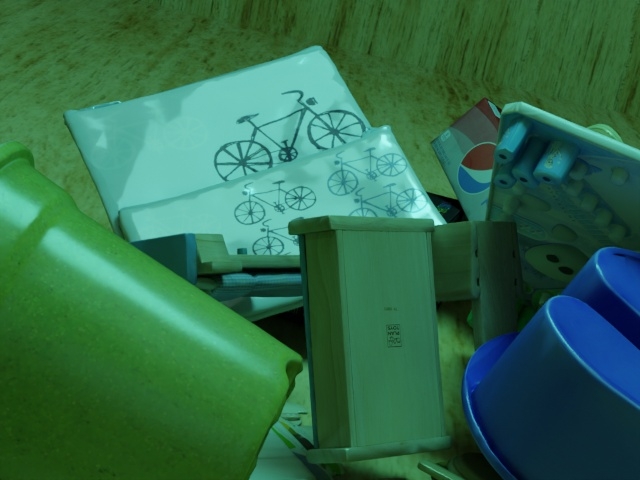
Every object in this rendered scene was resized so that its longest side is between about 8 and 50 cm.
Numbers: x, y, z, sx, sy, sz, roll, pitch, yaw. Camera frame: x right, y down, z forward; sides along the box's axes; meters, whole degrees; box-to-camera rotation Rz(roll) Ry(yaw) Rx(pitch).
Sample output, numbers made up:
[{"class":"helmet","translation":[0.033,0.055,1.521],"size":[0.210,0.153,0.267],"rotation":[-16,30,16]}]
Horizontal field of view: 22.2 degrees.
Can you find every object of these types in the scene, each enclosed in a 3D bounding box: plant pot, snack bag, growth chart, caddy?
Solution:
[{"class":"plant pot","translation":[-0.160,0.107,1.139],"size":[0.254,0.276,0.276],"rotation":[25,16,1]},{"class":"snack bag","translation":[-0.069,-0.065,1.706],"size":[0.323,0.037,0.342],"rotation":[-17,53,-14]},{"class":"growth chart","translation":[-0.064,0.172,1.377],"size":[0.172,0.021,0.237],"rotation":[7,16,-24]},{"class":"caddy","translation":[0.282,0.168,1.353],"size":[0.341,0.179,0.241],"rotation":[36,34,14]}]

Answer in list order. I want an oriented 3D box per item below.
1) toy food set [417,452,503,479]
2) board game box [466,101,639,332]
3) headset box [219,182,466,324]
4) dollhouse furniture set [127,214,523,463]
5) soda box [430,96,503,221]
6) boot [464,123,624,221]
[{"class":"toy food set","translation":[0.157,0.219,1.383],"size":[0.132,0.038,0.192],"rotation":[26,10,23]},{"class":"board game box","translation":[0.327,0.061,1.532],"size":[0.390,0.050,0.390],"rotation":[24,-25,13]},{"class":"headset box","translation":[0.000,0.000,1.837],"size":[0.283,0.131,0.246],"rotation":[16,15,12]},{"class":"dollhouse furniture set","translation":[-0.018,0.093,1.477],"size":[0.303,0.198,0.286],"rotation":[-7,-6,42]},{"class":"soda box","translation":[0.219,-0.035,1.837],"size":[0.083,0.092,0.263],"rotation":[31,26,-42]},{"class":"boot","translation":[0.241,-0.037,1.990],"size":[0.203,0.262,0.095],"rotation":[-13,66,-55]}]
